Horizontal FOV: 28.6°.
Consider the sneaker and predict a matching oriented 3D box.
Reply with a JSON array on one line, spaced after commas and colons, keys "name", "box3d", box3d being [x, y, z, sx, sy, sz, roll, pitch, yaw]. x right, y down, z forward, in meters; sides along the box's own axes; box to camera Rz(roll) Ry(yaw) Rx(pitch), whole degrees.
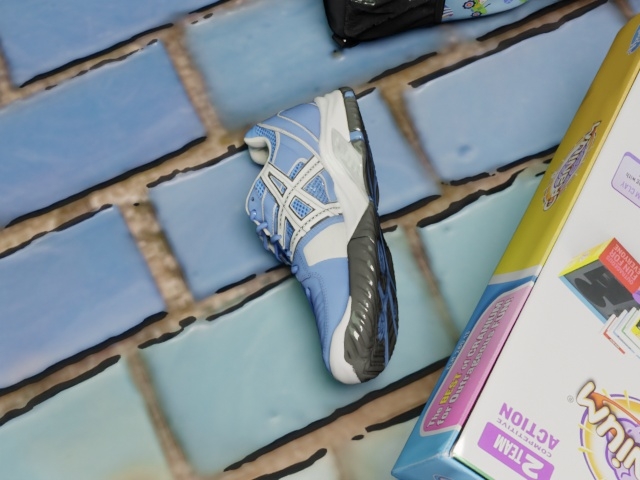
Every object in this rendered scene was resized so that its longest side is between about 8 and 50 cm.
[{"name": "sneaker", "box3d": [0.000, 0.000, 0.785, 0.081, 0.080, 0.211, -12, 52, 6]}]

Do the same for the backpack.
[{"name": "backpack", "box3d": [0.078, -0.229, 0.871, 0.173, 0.117, 0.158, -10, 62, -3]}]

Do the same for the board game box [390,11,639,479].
[{"name": "board game box", "box3d": [0.212, 0.051, 0.669, 0.242, 0.064, 0.316, 35, 63, -7]}]
